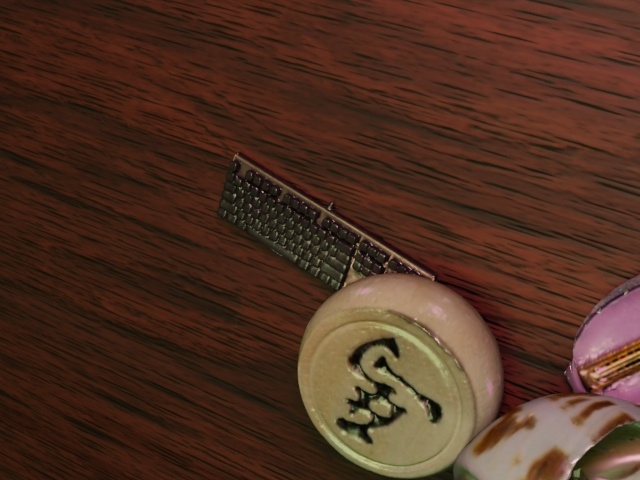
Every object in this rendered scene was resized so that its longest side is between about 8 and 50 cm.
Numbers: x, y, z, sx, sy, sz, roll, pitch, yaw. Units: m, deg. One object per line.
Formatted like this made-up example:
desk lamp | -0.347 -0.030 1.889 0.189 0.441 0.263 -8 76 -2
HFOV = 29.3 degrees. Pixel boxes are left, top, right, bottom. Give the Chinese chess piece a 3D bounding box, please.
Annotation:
Chinese chess piece | 0.092 0.161 1.451 0.250 0.101 0.250 12 117 23

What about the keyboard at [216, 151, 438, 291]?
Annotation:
keyboard | 0.000 0.000 1.530 0.317 0.027 0.106 32 120 23

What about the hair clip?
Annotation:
hair clip | 0.393 0.081 1.275 0.110 0.095 0.359 36 139 -22

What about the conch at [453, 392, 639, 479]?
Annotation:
conch | 0.217 0.299 1.328 0.197 0.368 0.249 33 161 34
